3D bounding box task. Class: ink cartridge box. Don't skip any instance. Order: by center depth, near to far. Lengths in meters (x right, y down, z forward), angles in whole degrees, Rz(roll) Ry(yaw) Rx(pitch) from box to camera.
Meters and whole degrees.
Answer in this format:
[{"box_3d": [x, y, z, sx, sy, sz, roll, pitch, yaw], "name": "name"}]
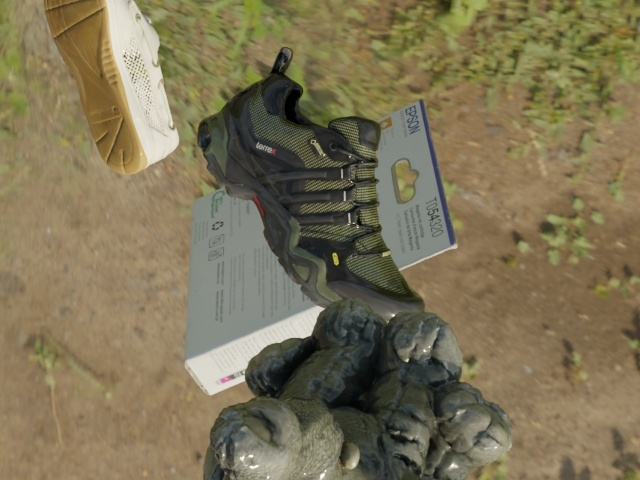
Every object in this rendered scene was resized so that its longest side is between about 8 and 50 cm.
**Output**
[{"box_3d": [0.000, 0.000, 1.562, 0.330, 0.324, 0.071, -22, 123, 12], "name": "ink cartridge box"}]

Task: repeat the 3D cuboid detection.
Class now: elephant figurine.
[{"box_3d": [-0.008, 0.140, 0.705, 0.169, 0.239, 0.186, -27, 99, 29], "name": "elephant figurine"}]

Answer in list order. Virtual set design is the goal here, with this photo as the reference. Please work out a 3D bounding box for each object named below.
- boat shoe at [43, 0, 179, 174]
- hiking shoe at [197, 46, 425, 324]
[{"box_3d": [-0.227, -0.217, 1.488, 0.096, 0.098, 0.277, -30, 112, -45], "name": "boat shoe"}, {"box_3d": [0.010, -0.034, 0.992, 0.114, 0.086, 0.227, -44, 82, 20], "name": "hiking shoe"}]
